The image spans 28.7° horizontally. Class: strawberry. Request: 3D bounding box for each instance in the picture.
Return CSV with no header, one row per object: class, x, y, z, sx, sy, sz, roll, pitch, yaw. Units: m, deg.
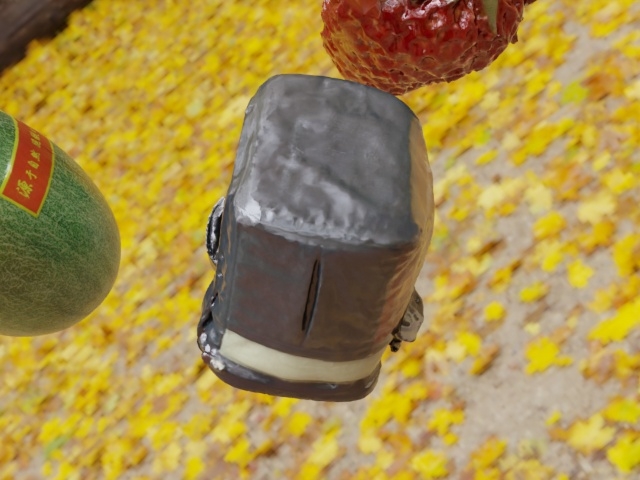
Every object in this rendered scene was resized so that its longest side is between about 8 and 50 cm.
strawberry,0.086,-0.232,1.261,0.205,0.205,0.244,-54,3,-32

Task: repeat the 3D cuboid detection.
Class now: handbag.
handbag,0.000,0.000,0.999,0.254,0.181,0.181,-88,10,-54

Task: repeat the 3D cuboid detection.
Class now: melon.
melon,-0.298,-0.025,1.053,0.182,0.288,0.182,-28,46,33
